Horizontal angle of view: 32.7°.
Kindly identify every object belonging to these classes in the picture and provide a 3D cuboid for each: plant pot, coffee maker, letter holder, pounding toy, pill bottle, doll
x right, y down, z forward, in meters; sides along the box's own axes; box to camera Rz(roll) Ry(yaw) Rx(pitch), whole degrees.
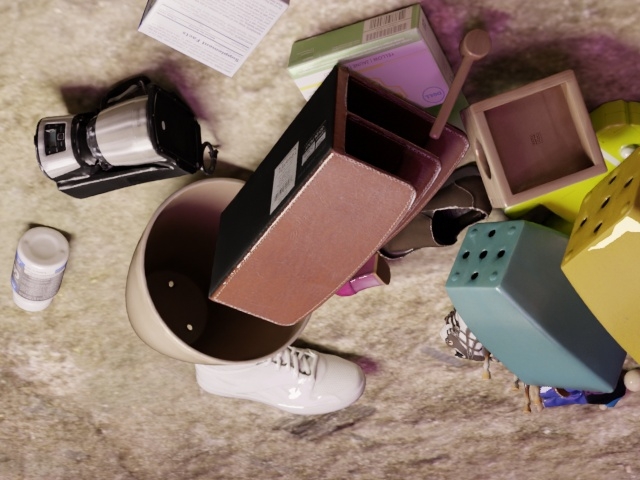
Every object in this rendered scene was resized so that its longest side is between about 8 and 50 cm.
[{"bbox_3d":[0.294,0.079,1.497,0.234,0.166,0.165,35,158,-30],"label":"plant pot"},{"bbox_3d":[-0.253,-0.113,1.417,0.178,0.120,0.171,-10,140,21],"label":"coffee maker"},{"bbox_3d":[0.029,-0.027,1.352,0.214,0.152,0.302,24,133,-20],"label":"letter holder"},{"bbox_3d":[0.210,-0.146,1.292,0.181,0.206,0.094,-20,-178,-1],"label":"pounding toy"},{"bbox_3d":[-0.178,0.075,1.570,0.256,0.257,0.274,23,155,-20],"label":"plant pot"},{"bbox_3d":[0.419,0.004,1.318,0.187,0.212,0.212,34,140,-6],"label":"plant pot"},{"bbox_3d":[-0.434,0.047,1.678,0.078,0.078,0.137,16,141,-12],"label":"pill bottle"},{"bbox_3d":[0.451,0.248,1.830,0.189,0.046,0.129,-11,140,21],"label":"doll"}]

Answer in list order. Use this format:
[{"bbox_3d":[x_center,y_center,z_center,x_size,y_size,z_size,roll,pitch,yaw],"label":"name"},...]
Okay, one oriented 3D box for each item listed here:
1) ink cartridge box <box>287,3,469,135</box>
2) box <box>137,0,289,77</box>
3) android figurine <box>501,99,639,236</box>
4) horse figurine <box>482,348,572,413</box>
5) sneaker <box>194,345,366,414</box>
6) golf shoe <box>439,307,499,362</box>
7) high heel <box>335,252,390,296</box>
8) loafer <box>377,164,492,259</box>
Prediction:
[{"bbox_3d":[0.087,-0.170,1.351,0.171,0.056,0.235,-14,136,23],"label":"ink cartridge box"},{"bbox_3d":[-0.118,-0.273,1.233,0.126,0.072,0.137,25,138,-22],"label":"box"},{"bbox_3d":[0.371,-0.084,1.418,0.248,0.056,0.273,31,138,-27],"label":"android figurine"},{"bbox_3d":[0.309,0.160,1.671,0.066,0.174,0.263,-9,151,32],"label":"horse figurine"},{"bbox_3d":[-0.072,0.199,1.795,0.292,0.108,0.169,4,145,6],"label":"sneaker"},{"bbox_3d":[0.224,0.133,1.695,0.093,0.077,0.198,-9,138,19],"label":"golf shoe"},{"bbox_3d":[0.000,0.000,1.568,0.117,0.082,0.244,-10,145,29],"label":"high heel"},{"bbox_3d":[0.150,-0.026,1.501,0.080,0.078,0.220,30,136,-27],"label":"loafer"}]
